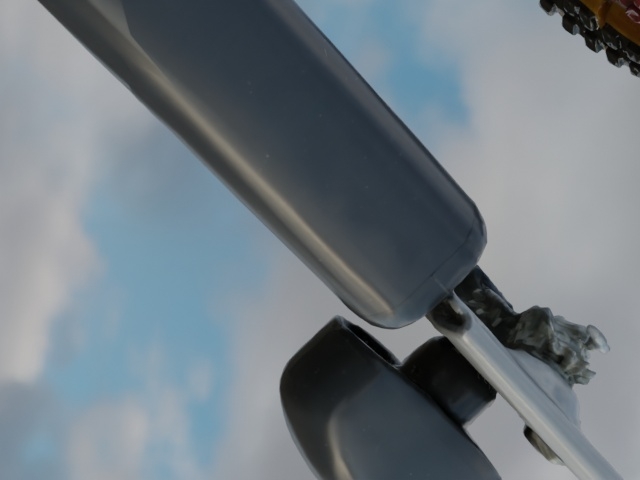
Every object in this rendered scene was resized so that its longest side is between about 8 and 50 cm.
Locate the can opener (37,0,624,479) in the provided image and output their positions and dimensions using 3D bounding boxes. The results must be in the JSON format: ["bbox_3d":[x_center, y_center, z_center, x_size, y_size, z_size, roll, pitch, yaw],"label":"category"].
[{"bbox_3d":[0.000,0.000,0.544,0.093,0.280,0.074,-41,-142,-2],"label":"can opener"}]

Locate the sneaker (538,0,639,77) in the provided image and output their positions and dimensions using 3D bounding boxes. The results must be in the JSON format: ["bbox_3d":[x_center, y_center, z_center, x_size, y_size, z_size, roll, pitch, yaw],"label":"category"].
[{"bbox_3d":[0.167,-0.082,0.708,0.225,0.092,0.088,47,-15,18],"label":"sneaker"}]
